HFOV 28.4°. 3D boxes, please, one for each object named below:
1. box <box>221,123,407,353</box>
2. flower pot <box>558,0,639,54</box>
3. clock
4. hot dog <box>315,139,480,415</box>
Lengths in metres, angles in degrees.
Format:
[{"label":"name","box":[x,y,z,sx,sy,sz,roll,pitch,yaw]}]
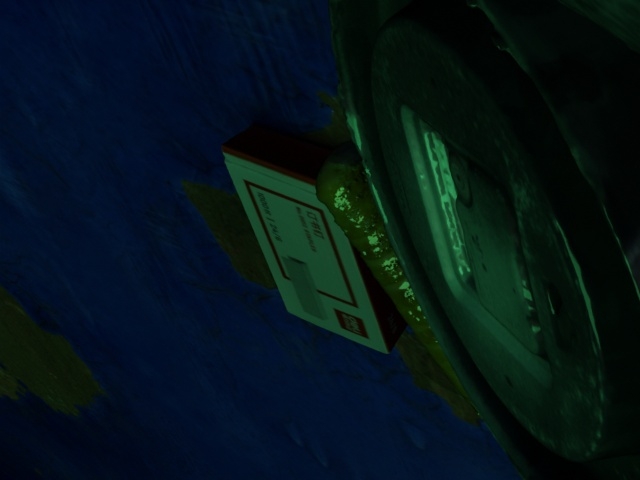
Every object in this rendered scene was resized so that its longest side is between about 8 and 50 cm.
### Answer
[{"label":"box","box":[0.000,-0.001,1.098,0.123,0.050,0.229,21,150,30]},{"label":"flower pot","box":[0.090,-0.196,0.352,0.283,0.299,0.299,43,162,39]},{"label":"clock","box":[0.116,-0.011,0.703,0.386,0.076,0.386,62,170,20]},{"label":"hot dog","box":[0.094,0.034,1.013,0.068,0.083,0.289,-14,127,35]}]
